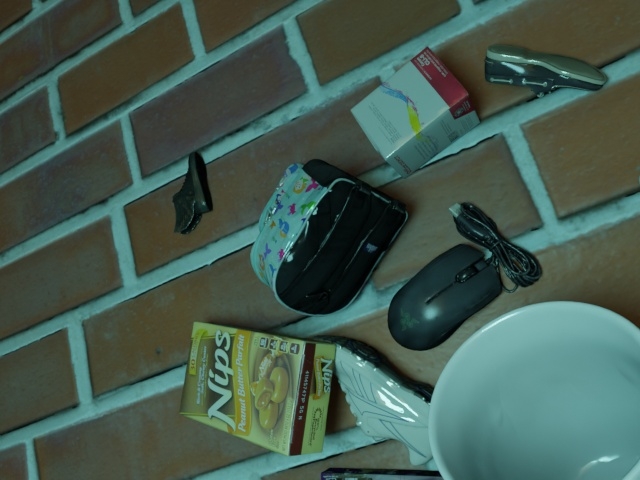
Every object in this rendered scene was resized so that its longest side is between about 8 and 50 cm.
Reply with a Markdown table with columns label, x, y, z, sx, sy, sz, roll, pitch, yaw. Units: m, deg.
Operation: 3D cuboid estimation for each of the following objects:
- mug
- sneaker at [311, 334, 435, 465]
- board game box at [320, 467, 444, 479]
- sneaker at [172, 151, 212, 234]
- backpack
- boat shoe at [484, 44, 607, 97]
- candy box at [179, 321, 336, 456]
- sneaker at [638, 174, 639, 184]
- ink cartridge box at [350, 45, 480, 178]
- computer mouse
| label | x | y | z | sx | sy | sz | roll | pitch | yaw |
| --- | --- | --- | --- | --- | --- | --- | --- | --- | --- |
| mug | 0.334 | 0.255 | 0.755 | 0.276 | 0.328 | 0.374 | -33 | 29 | 19 |
| sneaker | 0.090 | 0.267 | 0.988 | 0.297 | 0.111 | 0.129 | 33 | 100 | 27 |
| board game box | 0.169 | 0.489 | 0.940 | 0.346 | 0.056 | 0.208 | -8 | 81 | 22 |
| sneaker | -0.290 | -0.104 | 1.256 | 0.089 | 0.051 | 0.170 | -18 | 76 | 15 |
| backpack | 0.000 | 0.000 | 1.016 | 0.191 | 0.225 | 0.254 | 35 | 100 | 48 |
| boat shoe | 0.386 | -0.287 | 1.000 | 0.206 | 0.075 | 0.065 | 21 | 132 | 21 |
| candy box | -0.123 | 0.255 | 1.039 | 0.316 | 0.087 | 0.183 | 0 | 79 | 43 |
| sneaker | 0.534 | -0.066 | 0.874 | 0.042 | 0.067 | 0.118 | -35 | 68 | 14 |
| ink cartridge box | 0.170 | -0.223 | 1.033 | 0.176 | 0.128 | 0.127 | -38 | 67 | 12 |
| computer mouse | 0.216 | 0.077 | 0.984 | 0.272 | 0.072 | 0.188 | -46 | 67 | 9 |
